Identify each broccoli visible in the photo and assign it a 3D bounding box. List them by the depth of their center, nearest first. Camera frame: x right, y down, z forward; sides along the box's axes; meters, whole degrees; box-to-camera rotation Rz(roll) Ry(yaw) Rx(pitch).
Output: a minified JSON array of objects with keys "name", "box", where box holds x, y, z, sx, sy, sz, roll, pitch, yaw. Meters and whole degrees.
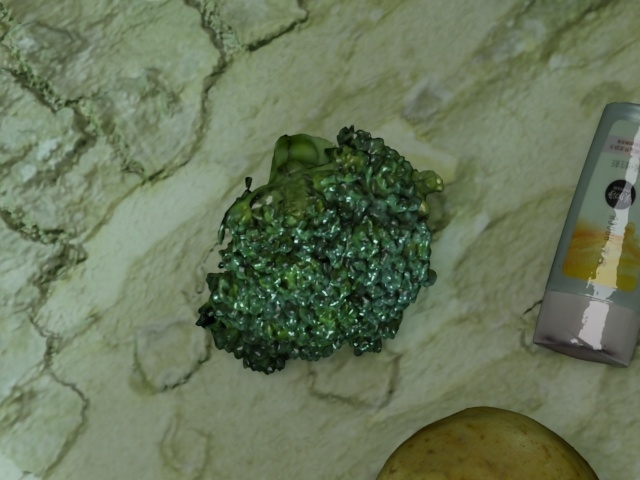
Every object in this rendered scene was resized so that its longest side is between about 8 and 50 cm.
[{"name":"broccoli","box":[0.000,0.000,1.783,0.288,0.248,0.246,-15,38,18]}]

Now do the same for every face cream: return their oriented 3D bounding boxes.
[{"name":"face cream","box":[0.306,-0.005,1.758,0.107,0.073,0.269,14,82,23]}]

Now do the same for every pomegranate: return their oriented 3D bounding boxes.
[{"name":"pomegranate","box":[0.159,0.289,1.637,0.260,0.260,0.261,-3,77,11]}]
